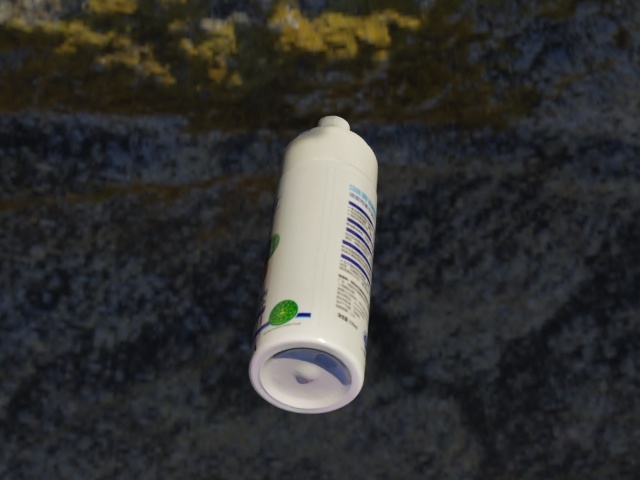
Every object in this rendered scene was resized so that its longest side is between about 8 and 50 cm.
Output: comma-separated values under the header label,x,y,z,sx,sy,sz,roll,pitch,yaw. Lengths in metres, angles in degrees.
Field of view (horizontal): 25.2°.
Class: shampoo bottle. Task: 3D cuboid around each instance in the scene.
label,x,y,z,sx,sy,sz,roll,pitch,yaw
shampoo bottle,0.000,0.000,1.195,0.092,0.303,0.092,3,135,3
